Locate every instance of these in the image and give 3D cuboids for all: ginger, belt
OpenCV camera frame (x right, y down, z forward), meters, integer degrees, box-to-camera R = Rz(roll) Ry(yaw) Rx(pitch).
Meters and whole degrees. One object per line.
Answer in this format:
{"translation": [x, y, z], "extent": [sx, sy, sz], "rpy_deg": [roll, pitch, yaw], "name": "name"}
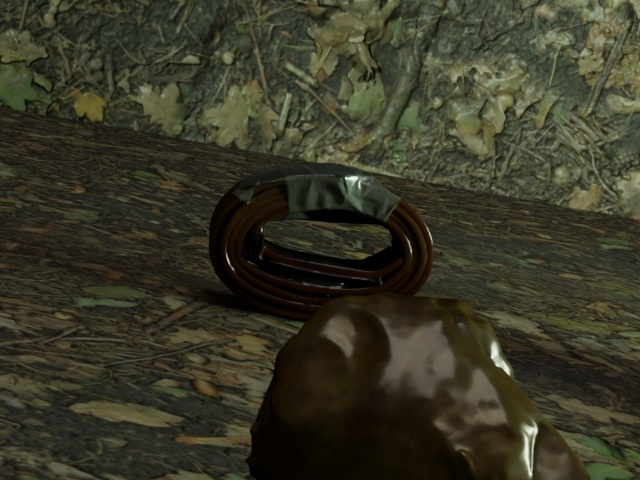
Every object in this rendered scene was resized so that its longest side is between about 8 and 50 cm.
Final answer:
{"translation": [0.066, 0.165, 1.415], "extent": [0.223, 0.200, 0.269], "rpy_deg": [-21, 60, -9], "name": "ginger"}
{"translation": [0.000, 0.000, 2.264], "extent": [0.261, 0.184, 0.105], "rpy_deg": [11, 11, -7], "name": "belt"}

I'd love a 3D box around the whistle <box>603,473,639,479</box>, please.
{"translation": [0.330, 0.235, 1.626], "extent": [0.141, 0.141, 0.294], "rpy_deg": [8, -21, -22], "name": "whistle"}
